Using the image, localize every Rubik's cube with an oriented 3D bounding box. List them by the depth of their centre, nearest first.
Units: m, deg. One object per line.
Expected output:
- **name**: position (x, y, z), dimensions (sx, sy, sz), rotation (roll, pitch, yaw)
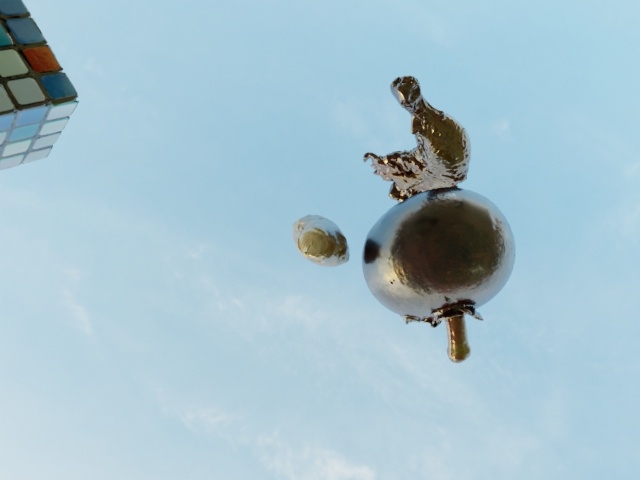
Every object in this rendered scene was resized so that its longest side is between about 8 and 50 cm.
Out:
- **Rubik's cube**: position (-0.407, -0.177, 0.625), dimensions (0.151, 0.155, 0.154), rotation (-33, -88, -47)

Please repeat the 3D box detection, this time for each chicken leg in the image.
- **chicken leg**: position (0.170, -0.151, 0.928), dimensions (0.177, 0.322, 0.083), rotation (19, -117, 1)

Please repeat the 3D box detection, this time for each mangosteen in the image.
- **mangosteen**: position (0.186, 0.054, 0.818), dimensions (0.235, 0.235, 0.261), rotation (-9, -110, -6)

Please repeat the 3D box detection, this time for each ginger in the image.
- **ginger**: position (-0.002, 0.001, 0.874), dimensions (0.095, 0.190, 0.069), rotation (4, -78, -13)
